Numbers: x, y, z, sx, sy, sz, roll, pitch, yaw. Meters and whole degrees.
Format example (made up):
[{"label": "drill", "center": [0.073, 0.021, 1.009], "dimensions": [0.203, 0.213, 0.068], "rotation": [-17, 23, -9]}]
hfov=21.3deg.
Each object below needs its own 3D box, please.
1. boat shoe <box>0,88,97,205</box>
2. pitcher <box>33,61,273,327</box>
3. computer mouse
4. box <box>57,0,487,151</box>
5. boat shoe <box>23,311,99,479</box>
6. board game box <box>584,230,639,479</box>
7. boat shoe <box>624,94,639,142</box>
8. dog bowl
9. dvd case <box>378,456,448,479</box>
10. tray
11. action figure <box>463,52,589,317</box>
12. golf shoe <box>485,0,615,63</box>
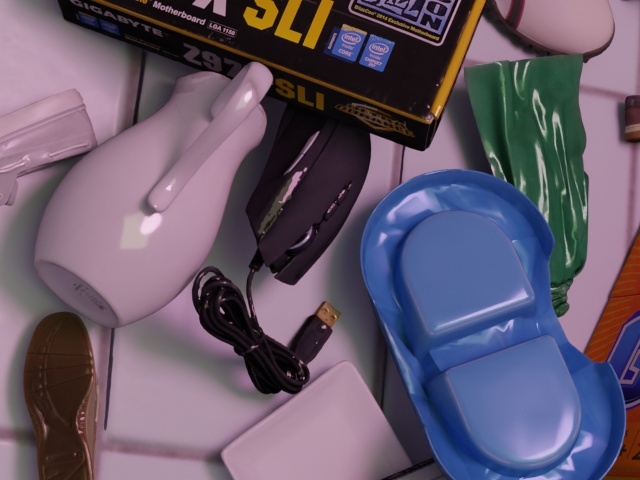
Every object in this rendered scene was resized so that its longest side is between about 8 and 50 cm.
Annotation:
[{"label": "boat shoe", "center": [-0.252, -0.054, 1.301], "dimensions": [0.184, 0.066, 0.063], "rotation": [-31, 97, -36]}, {"label": "pitcher", "center": [-0.119, -0.042, 1.296], "dimensions": [0.125, 0.178, 0.207], "rotation": [39, 68, -7]}, {"label": "computer mouse", "center": [0.000, 0.000, 1.382], "dimensions": [0.262, 0.060, 0.184], "rotation": [-64, 146, -28]}, {"label": "box", "center": [-0.017, -0.245, 1.353], "dimensions": [0.322, 0.079, 0.257], "rotation": [21, 75, 6]}, {"label": "boat shoe", "center": [-0.197, 0.133, 1.317], "dimensions": [0.056, 0.048, 0.153], "rotation": [-8, 81, -3]}, {"label": "board game box", "center": [0.481, 0.131, 1.476], "dimensions": [0.356, 0.356, 0.356], "rotation": [34, 71, -20]}, {"label": "boat shoe", "center": [0.354, -0.124, 1.610], "dimensions": [0.152, 0.056, 0.049], "rotation": [-9, 93, -27]}, {"label": "dog bowl", "center": [0.136, 0.087, 1.416], "dimensions": [0.166, 0.074, 0.297], "rotation": [-18, 73, -12]}, {"label": "dvd case", "center": [0.093, 0.309, 1.412], "dimensions": [0.179, 0.029, 0.239], "rotation": [-19, 92, -27]}, {"label": "tray", "center": [0.033, 0.248, 1.422], "dimensions": [0.145, 0.030, 0.270], "rotation": [-35, 100, -25]}, {"label": "action figure", "center": [0.191, -0.045, 1.516], "dimensions": [0.137, 0.063, 0.232], "rotation": [-9, 91, -29]}, {"label": "golf shoe", "center": [0.183, -0.273, 1.508], "dimensions": [0.105, 0.120, 0.273], "rotation": [-47, 106, -25]}]
